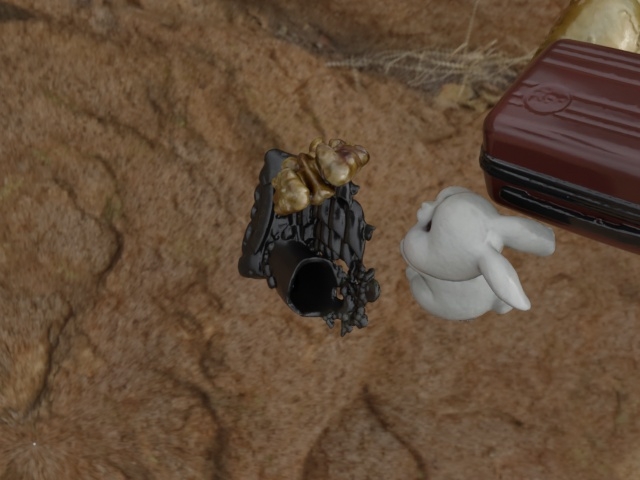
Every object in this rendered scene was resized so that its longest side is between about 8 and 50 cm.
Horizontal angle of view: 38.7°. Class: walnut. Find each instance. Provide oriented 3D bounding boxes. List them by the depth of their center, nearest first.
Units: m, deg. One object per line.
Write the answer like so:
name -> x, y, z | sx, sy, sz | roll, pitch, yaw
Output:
walnut -> -0.006, -0.090, 1.199 | 0.143, 0.170, 0.069 | -34, 99, 4

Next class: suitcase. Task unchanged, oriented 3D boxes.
suitcase -> 0.367, -0.116, 1.133 | 0.297, 0.161, 0.236 | 24, 56, 32

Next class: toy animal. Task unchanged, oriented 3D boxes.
toy animal -> 0.192, 0.026, 1.167 | 0.179, 0.193, 0.127 | 35, 64, 9

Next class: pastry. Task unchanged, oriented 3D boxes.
pastry -> 0.435, -0.264, 1.502 | 0.184, 0.315, 0.284 | 34, 33, 7

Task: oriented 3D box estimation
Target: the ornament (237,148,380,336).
ornament -> 0.000, 0.000, 1.371 | 0.106, 0.260, 0.251 | 4, 104, -38
